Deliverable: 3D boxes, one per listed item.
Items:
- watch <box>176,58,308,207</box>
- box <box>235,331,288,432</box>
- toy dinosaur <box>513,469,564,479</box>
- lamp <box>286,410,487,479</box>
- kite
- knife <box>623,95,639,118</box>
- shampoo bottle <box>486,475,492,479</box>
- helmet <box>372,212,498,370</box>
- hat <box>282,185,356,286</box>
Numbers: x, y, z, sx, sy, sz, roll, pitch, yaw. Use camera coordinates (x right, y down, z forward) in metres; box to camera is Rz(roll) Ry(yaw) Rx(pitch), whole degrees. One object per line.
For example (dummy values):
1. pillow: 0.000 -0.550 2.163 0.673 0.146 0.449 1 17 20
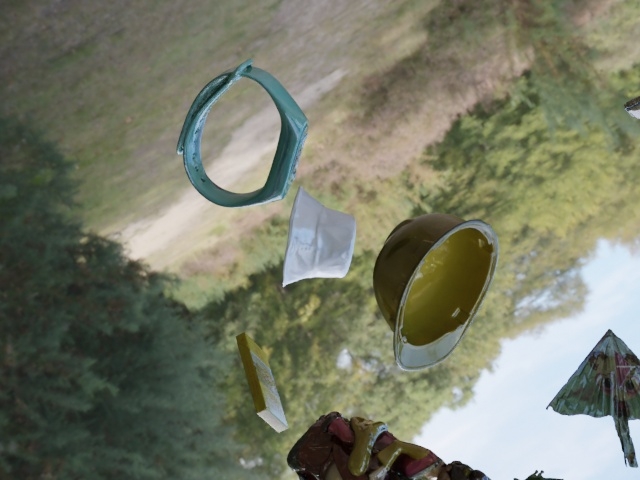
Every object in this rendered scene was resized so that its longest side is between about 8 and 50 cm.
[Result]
1. watch: -0.120 -0.162 1.281 0.068 0.195 0.237 -57 168 -59
2. box: -0.098 0.234 1.355 0.023 0.155 0.087 -29 140 9
3. toy dinosaur: 0.499 0.547 1.854 0.060 0.029 0.119 -14 -177 -38
4. lamp: 0.071 0.272 0.926 0.118 0.118 0.253 -31 -155 -32
5. kite: 0.565 0.291 1.535 0.322 0.268 0.013 10 152 -14
6. knife: 0.598 -0.263 1.245 0.043 0.089 0.365 -59 -172 -21
7. shampoo bottle: 0.271 0.552 1.540 0.221 0.051 0.108 -51 -155 -4
8. helmet: 0.153 0.056 1.265 0.205 0.140 0.257 -4 121 -41
9. hat: 0.000 0.000 1.553 0.126 0.203 0.203 8 -179 0
